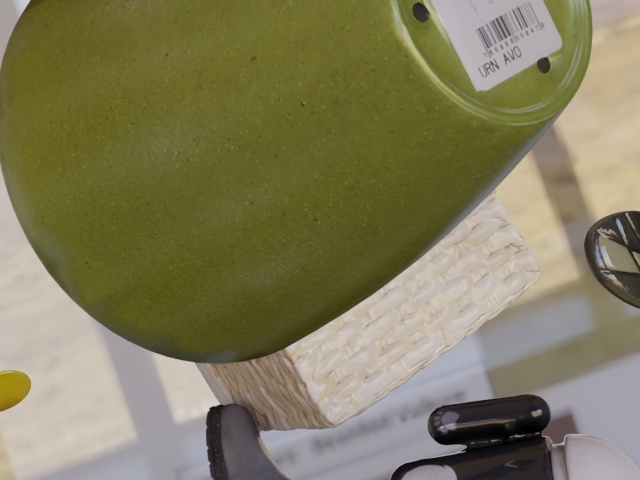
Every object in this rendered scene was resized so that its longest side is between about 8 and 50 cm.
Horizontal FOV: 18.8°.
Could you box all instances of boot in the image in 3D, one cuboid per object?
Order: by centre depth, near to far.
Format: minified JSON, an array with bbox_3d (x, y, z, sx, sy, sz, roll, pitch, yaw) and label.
[{"bbox_3d":[0.023,0.291,2.042,0.223,0.338,0.118,-25,-25,5],"label":"boot"}]

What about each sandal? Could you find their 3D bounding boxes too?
[{"bbox_3d":[0.395,0.034,2.345,0.086,0.120,0.303,-18,-13,32],"label":"sandal"}]

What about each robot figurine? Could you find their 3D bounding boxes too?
[{"bbox_3d":[0.159,0.265,1.696,0.278,0.209,0.173,-12,25,10],"label":"robot figurine"}]

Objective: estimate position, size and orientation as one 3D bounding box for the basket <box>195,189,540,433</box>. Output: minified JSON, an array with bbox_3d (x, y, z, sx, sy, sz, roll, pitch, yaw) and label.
[{"bbox_3d":[0.000,0.000,2.111,0.331,0.328,0.266,-33,9,-21],"label":"basket"}]

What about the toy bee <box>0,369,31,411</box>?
[{"bbox_3d":[-0.338,0.204,1.685,0.195,0.298,0.162,-10,-11,5],"label":"toy bee"}]

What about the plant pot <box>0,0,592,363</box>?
[{"bbox_3d":[0.006,-0.090,1.089,0.275,0.275,0.293,-20,-1,-38],"label":"plant pot"}]
